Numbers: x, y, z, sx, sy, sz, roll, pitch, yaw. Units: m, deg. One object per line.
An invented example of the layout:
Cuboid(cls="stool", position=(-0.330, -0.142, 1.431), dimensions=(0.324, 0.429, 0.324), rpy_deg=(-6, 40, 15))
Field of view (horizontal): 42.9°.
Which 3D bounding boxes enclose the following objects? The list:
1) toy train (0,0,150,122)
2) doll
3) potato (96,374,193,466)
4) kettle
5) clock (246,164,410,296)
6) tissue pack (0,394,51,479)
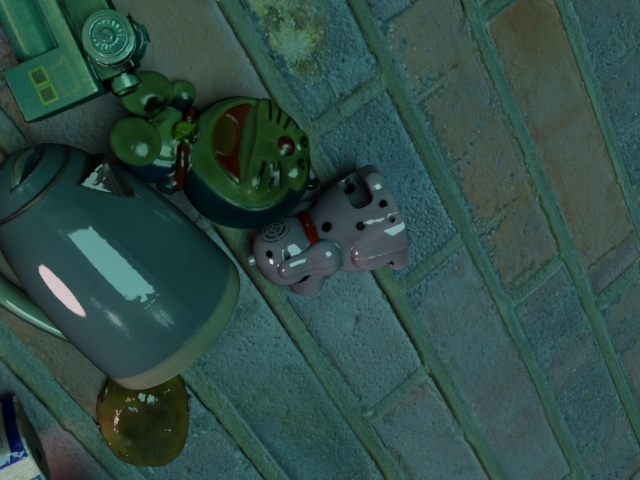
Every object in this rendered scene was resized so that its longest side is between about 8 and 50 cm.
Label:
Cuboid(cls="toy train", position=(-0.351, -0.310, 1.049), dimensions=(0.194, 0.120, 0.298), rpy_deg=(-23, 101, 2))
Cuboid(cls="doll", position=(-0.150, -0.128, 1.206), dimensions=(0.322, 0.186, 0.198), rpy_deg=(19, 66, -15))
Cuboid(cls="potato", position=(-0.276, 0.289, 1.335), dimensions=(0.164, 0.081, 0.200), rpy_deg=(-15, 115, -24))
Cuboid(cls="kettle", position=(-0.338, 0.028, 1.136), dimensions=(0.319, 0.247, 0.342), rpy_deg=(-28, 124, 21))
Cuboid(cls="clock", position=(0.003, 0.001, 1.348), dimensions=(0.254, 0.189, 0.189), rpy_deg=(-24, 117, -5))
Cuboid(cls="tissue pack", position=(-0.525, 0.352, 1.143), dimensions=(0.269, 0.209, 0.137), rpy_deg=(-26, 107, -20))
